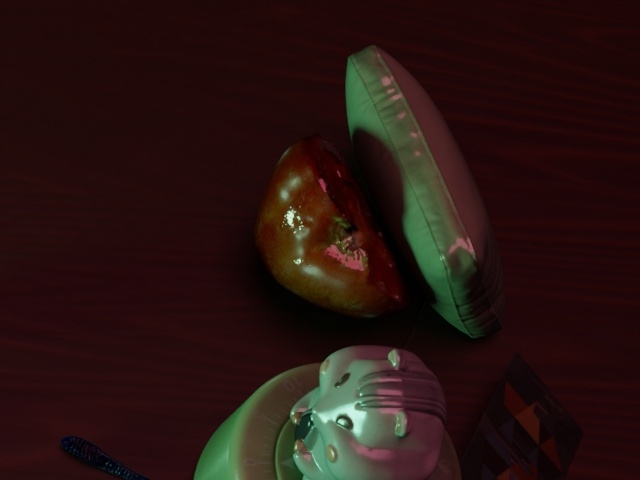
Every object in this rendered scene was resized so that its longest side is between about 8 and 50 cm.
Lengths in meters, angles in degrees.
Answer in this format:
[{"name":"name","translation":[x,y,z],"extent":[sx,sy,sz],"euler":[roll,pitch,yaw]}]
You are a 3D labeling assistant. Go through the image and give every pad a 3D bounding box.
[{"name":"pad","translation":[0.233,0.242,1.785],"extent":[0.143,0.003,0.211],"euler":[49,43,-15]}]

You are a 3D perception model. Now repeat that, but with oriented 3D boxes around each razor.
[{"name":"razor","translation":[-0.213,0.255,1.670],"extent":[0.155,0.044,0.028],"euler":[33,24,8]}]

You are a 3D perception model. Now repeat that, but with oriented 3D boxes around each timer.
[{"name":"timer","translation":[0.035,0.221,1.596],"extent":[0.291,0.315,0.290],"euler":[8,56,-12]}]

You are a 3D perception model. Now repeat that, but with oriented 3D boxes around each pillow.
[{"name":"pillow","translation":[0.126,-0.055,1.865],"extent":[0.120,0.255,0.322],"euler":[-23,65,2]}]

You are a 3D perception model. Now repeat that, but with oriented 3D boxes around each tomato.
[{"name":"tomato","translation":[0.000,0.000,1.820],"extent":[0.233,0.140,0.200],"euler":[63,13,-6]}]
